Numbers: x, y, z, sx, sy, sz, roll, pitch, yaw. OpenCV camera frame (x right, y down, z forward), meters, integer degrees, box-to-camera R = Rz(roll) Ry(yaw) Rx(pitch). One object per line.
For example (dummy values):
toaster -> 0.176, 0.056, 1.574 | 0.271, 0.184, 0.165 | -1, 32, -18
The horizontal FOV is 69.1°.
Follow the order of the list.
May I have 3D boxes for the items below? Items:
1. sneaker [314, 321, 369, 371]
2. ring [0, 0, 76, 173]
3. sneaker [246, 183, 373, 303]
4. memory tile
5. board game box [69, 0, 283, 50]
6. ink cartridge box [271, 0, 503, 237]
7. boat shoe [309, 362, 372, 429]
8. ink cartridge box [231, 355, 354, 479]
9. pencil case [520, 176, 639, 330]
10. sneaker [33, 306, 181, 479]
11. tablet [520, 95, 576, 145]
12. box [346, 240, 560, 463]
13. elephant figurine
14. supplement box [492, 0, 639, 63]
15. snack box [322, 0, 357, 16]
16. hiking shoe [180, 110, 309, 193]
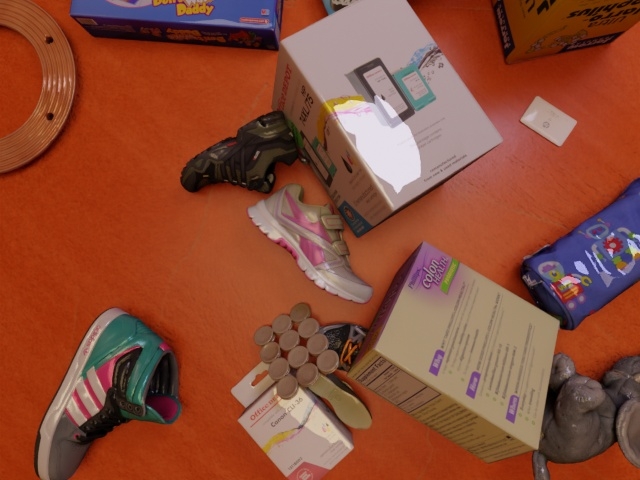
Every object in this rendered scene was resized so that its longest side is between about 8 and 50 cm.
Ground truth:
sneaker -> 0.084, 0.195, 0.762 | 0.215, 0.083, 0.084 | 18, 90, 5
ring -> -0.601, -0.282, 0.842 | 0.337, 0.032, 0.336 | 0, 87, 2
sneaker -> 0.000, 0.000, 0.765 | 0.252, 0.103, 0.111 | 44, 91, 3
memory tile -> -0.043, 0.177, 0.758 | 0.113, 0.012, 0.148 | -33, 46, -3
board game box -> -0.236, -0.473, 0.810 | 0.347, 0.078, 0.233 | 6, 87, 3
ink cartridge box -> 0.081, -0.180, 0.704 | 0.197, 0.198, 0.270 | -32, 86, -14
boat shoe -> 0.032, 0.259, 0.780 | 0.137, 0.043, 0.049 | 39, 103, 4
ink cartridge box -> -0.053, 0.295, 0.769 | 0.115, 0.067, 0.198 | -43, 86, 0
pencil case -> 0.460, 0.009, 0.737 | 0.306, 0.119, 0.133 | -36, 62, 1
sneaker -> -0.327, 0.279, 0.761 | 0.178, 0.124, 0.295 | 21, 87, 13
tablet -> 0.395, -0.207, 0.806 | 0.083, 0.006, 0.054 | 35, 89, 4
box -> 0.200, 0.161, 0.692 | 0.243, 0.117, 0.213 | 31, 53, 3
elephant figurine -> 0.441, 0.265, 0.717 | 0.239, 0.169, 0.186 | 15, 117, -12
supplement box -> 0.394, -0.426, 0.640 | 0.195, 0.356, 0.194 | -11, 86, 1
snack box -> 0.124, -0.492, 0.721 | 0.322, 0.060, 0.187 | -25, 85, 36
hiking shoe -> -0.133, -0.115, 0.765 | 0.227, 0.086, 0.114 | -24, 105, 28
